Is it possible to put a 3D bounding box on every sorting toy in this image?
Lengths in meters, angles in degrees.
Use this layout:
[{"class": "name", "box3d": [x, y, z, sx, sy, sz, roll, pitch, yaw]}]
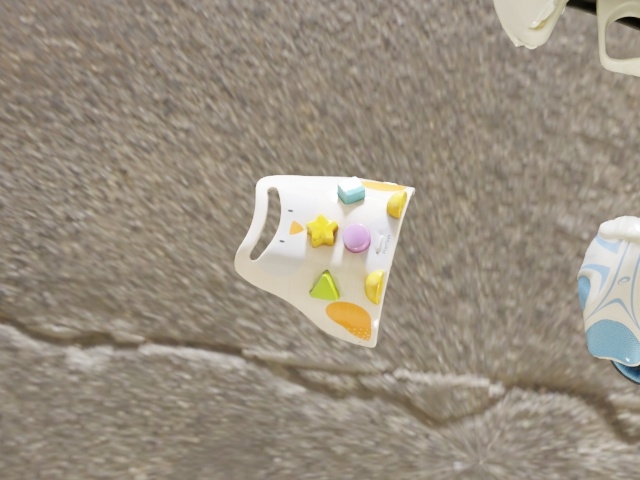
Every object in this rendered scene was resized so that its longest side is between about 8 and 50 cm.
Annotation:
[{"class": "sorting toy", "box3d": [0.000, 0.000, 0.800, 0.075, 0.045, 0.083, 13, 74, 7]}]

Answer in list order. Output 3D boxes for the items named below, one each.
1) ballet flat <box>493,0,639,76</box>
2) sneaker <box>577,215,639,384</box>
[{"class": "ballet flat", "box3d": [0.184, -0.170, 1.113, 0.280, 0.095, 0.096, 19, 76, 14]}, {"class": "sneaker", "box3d": [0.201, 0.043, 0.961, 0.085, 0.237, 0.086, 23, 92, 27]}]
